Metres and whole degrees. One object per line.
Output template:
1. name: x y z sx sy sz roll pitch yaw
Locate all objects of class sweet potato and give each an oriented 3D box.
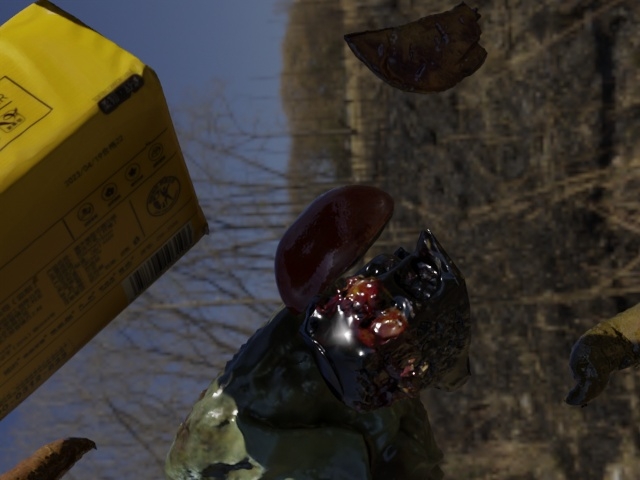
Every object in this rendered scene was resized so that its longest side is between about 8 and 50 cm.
1. sweet potato: 0.473 0.139 1.577 0.098 0.310 0.124 51 174 18
2. sweet potato: -0.349 0.298 1.147 0.314 0.066 0.072 -32 -39 -59

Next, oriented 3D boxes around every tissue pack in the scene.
1. tissue pack: -0.335 -0.012 1.091 0.382 0.228 0.293 -45 -29 -23

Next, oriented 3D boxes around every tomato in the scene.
1. tomato: 0.002 0.000 1.281 0.082 0.166 0.174 44 -140 -11

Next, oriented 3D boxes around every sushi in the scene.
1. sushi: 0.066 0.098 1.103 0.153 0.150 0.172 56 162 19

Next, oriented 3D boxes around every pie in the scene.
1. pie: 0.112 -0.197 1.092 0.092 0.170 0.034 62 152 5

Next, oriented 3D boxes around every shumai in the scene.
1. shumai: 0.012 0.273 1.510 0.395 0.348 0.395 -54 -7 -10
